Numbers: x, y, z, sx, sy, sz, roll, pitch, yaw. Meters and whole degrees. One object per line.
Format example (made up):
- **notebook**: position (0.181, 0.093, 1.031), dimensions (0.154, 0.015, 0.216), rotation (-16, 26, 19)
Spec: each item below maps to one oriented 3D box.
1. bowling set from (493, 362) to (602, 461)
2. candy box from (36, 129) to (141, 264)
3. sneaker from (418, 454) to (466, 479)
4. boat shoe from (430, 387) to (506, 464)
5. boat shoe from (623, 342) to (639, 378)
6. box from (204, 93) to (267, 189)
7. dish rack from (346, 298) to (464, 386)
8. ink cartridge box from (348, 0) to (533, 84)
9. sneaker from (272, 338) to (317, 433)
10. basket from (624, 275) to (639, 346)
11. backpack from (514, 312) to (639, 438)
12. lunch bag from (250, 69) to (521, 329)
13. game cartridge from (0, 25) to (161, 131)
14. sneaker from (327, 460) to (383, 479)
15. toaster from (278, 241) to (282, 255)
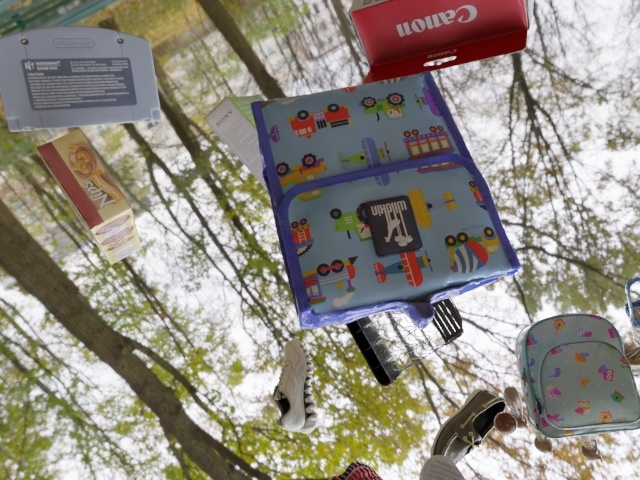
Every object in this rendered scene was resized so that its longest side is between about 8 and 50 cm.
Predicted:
- **bowling set**: position (0.533, 0.453, 1.226), dimensions (0.200, 0.154, 0.287), rotation (-24, -158, -2)
- **candy box**: position (-0.467, -0.073, 1.010), dimensions (0.088, 0.182, 0.316), rotation (-34, 177, -22)
- **sneaker**: position (0.290, 0.658, 1.082), dimensions (0.126, 0.127, 0.321), rotation (-8, -118, -16)
- **boat shoe**: position (0.449, 0.574, 1.462), dimensions (0.305, 0.109, 0.091), rotation (-39, -160, -26)
- **boat shoe**: position (0.944, 0.371, 1.442), dimensions (0.098, 0.096, 0.277), rotation (-50, 174, -9)
- **box**: position (-0.040, -0.112, 0.839), dimensions (0.058, 0.322, 0.232), rotation (-38, -170, 15)
- **dish rack**: position (0.205, 0.206, 1.181), dimensions (0.074, 0.208, 0.271), rotation (-6, 149, -50)
- **ink cartridge box**: position (0.227, -0.446, 0.908), dimensions (0.310, 0.130, 0.271), rotation (-4, -132, 30)
- **sneaker**: position (-0.088, 0.437, 1.481), dimensions (0.110, 0.118, 0.292), rotation (-53, -144, 43)
- **basket**: position (1.112, 0.222, 1.524), dimensions (0.255, 0.288, 0.201), rotation (-15, -165, 11)
- **backpack**: position (0.401, 0.207, 0.765), dimensions (0.166, 0.144, 0.188), rotation (-11, -112, 13)
- **lunch bag**: position (0.060, -0.032, 0.541), dimensions (0.221, 0.138, 0.293), rotation (-12, -124, -7)
- **game cartridge**: position (-0.498, -0.338, 1.004), dimensions (0.298, 0.197, 0.062), rotation (-11, -167, -25)
- **sneaker**: position (0.059, 0.618, 1.153), dimensions (0.104, 0.262, 0.125), rotation (37, -75, 36)
- **toaster**: position (0.000, 0.000, 1.107), dimensions (0.129, 0.146, 0.226), rotation (16, -108, 42)
